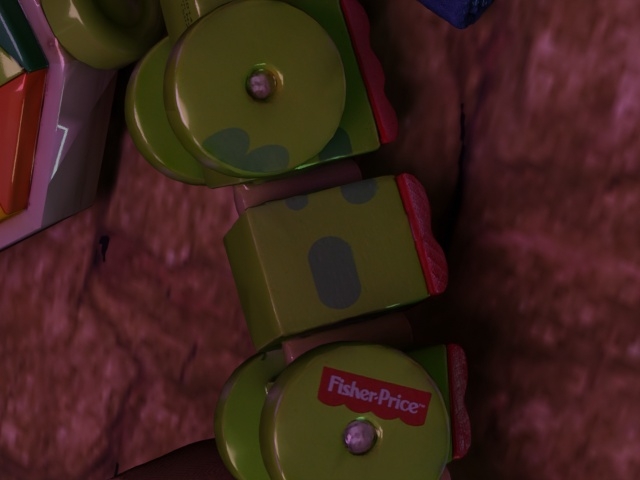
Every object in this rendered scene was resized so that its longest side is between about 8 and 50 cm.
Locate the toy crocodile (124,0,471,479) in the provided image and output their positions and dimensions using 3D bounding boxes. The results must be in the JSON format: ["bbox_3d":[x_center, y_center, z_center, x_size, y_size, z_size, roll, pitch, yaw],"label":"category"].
[{"bbox_3d":[0.000,0.000,0.605,0.115,0.105,0.340,162,92,-74],"label":"toy crocodile"}]

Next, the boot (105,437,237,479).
[{"bbox_3d":[-0.086,0.220,0.727,0.112,0.115,0.305,40,126,42],"label":"boot"}]

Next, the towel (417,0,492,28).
[{"bbox_3d":[0.023,-0.136,0.588,0.119,0.029,0.067,38,125,15],"label":"towel"}]

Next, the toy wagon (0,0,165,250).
[{"bbox_3d":[-0.227,-0.148,0.721,0.267,0.068,0.344,-23,95,37],"label":"toy wagon"}]
